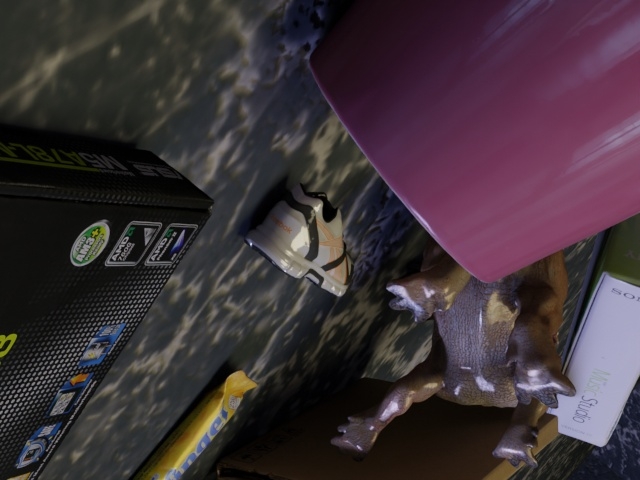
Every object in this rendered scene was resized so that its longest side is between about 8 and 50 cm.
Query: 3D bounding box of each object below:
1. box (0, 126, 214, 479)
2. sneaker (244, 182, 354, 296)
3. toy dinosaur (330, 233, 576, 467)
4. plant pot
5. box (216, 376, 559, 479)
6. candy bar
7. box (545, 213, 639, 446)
[{"bbox_3d":[-0.139,0.048,0.441,0.190,0.045,0.184,-55,162,12],"label":"box"},{"bbox_3d":[0.000,0.000,0.683,0.043,0.040,0.109,-54,162,3],"label":"sneaker"},{"bbox_3d":[0.109,0.027,0.820,0.295,0.127,0.200,100,13,-47],"label":"toy dinosaur"},{"bbox_3d":[0.104,-0.085,0.557,0.180,0.201,0.201,-39,164,11],"label":"plant pot"},{"bbox_3d":[0.052,0.144,0.900,0.201,0.165,0.021,-20,114,-57],"label":"box"},{"bbox_3d":[-0.094,0.139,0.759,0.161,0.018,0.040,-51,161,-4],"label":"candy bar"},{"bbox_3d":[0.251,-0.033,0.996,0.232,0.059,0.322,93,16,-56],"label":"box"}]
